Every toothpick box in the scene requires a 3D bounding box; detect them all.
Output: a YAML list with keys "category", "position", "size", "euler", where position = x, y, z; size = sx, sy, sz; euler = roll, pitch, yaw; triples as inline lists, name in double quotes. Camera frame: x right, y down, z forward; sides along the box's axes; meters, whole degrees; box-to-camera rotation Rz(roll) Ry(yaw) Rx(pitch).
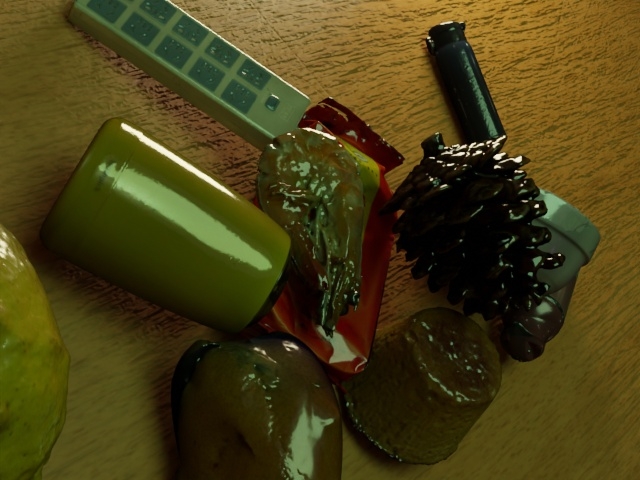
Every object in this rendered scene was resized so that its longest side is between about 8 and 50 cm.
- category: "toothpick box"
  position: [-0.170, -0.006, 1.182]
  size: [0.271, 0.175, 0.175]
  euler: [31, 50, -13]

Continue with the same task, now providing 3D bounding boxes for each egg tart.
- category: "egg tart"
  position: [0.144, 0.193, 1.420]
  size: [0.215, 0.171, 0.215]
  euler: [18, 49, -21]

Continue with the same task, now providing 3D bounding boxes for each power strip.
- category: "power strip"
  position: [-0.167, -0.241, 1.375]
  size: [0.367, 0.043, 0.106]
  euler: [34, 53, -9]

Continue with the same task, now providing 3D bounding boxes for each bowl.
- category: "bowl"
  position: [0.281, 0.003, 1.597]
  size: [0.287, 0.287, 0.144]
  euler: [31, 79, -29]

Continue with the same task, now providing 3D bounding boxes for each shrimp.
- category: "shrimp"
  position: [-0.006, -0.015, 1.291]
  size: [0.154, 0.062, 0.294]
  euler: [5, 60, -24]

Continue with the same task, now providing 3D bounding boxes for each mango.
- category: "mango"
  position: [-0.068, 0.247, 1.178]
  size: [0.152, 0.201, 0.287]
  euler: [15, 69, -61]

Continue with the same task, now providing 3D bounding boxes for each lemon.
- category: "lemon"
  position: [-0.368, 0.108, 0.905]
  size: [0.285, 0.285, 0.316]
  euler: [6, 82, -42]

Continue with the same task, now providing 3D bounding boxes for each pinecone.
- category: "pinecone"
  position: [0.205, -0.018, 1.379]
  size: [0.224, 0.224, 0.273]
  euler: [-33, 100, -47]

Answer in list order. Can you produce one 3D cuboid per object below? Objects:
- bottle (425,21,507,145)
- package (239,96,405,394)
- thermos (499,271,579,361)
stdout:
- category: "bottle"
  position: [0.264, -0.284, 1.855]
  size: [0.072, 0.082, 0.245]
  euler: [77, -6, -80]
- category: "package"
  position: [0.000, 0.001, 1.413]
  size: [0.196, 0.123, 0.424]
  euler: [37, 47, -28]
- category: "thermos"
  position: [0.378, 0.090, 1.757]
  size: [0.109, 0.136, 0.330]
  euler: [27, 46, 4]
